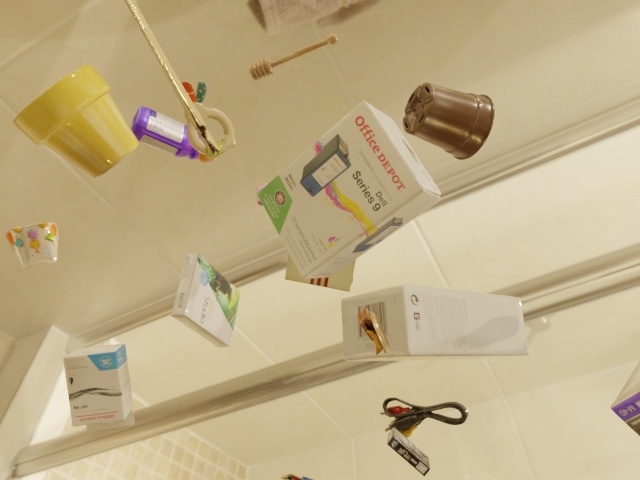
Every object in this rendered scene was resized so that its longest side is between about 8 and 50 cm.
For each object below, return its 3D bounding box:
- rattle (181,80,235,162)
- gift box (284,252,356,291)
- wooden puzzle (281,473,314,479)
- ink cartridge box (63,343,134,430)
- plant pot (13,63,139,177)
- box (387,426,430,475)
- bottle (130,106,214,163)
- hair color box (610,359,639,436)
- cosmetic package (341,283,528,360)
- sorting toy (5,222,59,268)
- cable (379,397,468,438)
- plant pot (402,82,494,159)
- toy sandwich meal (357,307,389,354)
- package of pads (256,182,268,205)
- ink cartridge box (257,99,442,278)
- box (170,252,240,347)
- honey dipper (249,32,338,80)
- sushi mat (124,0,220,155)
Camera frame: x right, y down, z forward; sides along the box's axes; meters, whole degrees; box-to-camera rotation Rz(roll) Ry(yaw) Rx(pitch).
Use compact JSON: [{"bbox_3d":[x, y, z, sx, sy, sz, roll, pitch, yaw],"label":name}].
[{"bbox_3d":[-0.322,-0.320,1.268,0.199,0.130,0.143,57,-6,-15],"label":"rattle"},{"bbox_3d":[0.000,0.000,1.558,0.255,0.277,0.257,-90,-169,-78],"label":"gift box"},{"bbox_3d":[-0.062,0.630,1.231,0.116,0.079,0.014,115,-6,-54],"label":"wooden puzzle"},{"bbox_3d":[-0.448,0.310,0.957,0.060,0.104,0.179,-144,-132,-83],"label":"ink cartridge box"},{"bbox_3d":[-0.653,-0.313,1.307,0.239,0.254,0.254,52,22,-26],"label":"plant pot"},{"bbox_3d":[0.161,0.385,0.859,0.083,0.018,0.067,38,1,13],"label":"box"},{"bbox_3d":[-0.484,-0.342,1.574,0.283,0.092,0.118,20,47,-31],"label":"bottle"},{"bbox_3d":[0.494,0.102,0.538,0.339,0.185,0.110,-27,63,-38],"label":"hair color box"},{"bbox_3d":[0.300,0.225,1.210,0.454,0.230,0.161,9,71,-34],"label":"cosmetic package"},{"bbox_3d":[-0.513,0.010,0.846,0.083,0.045,0.075,-15,89,-30],"label":"sorting toy"},{"bbox_3d":[0.311,0.535,1.463,0.072,0.287,0.139,18,49,-62],"label":"cable"},{"bbox_3d":[0.304,-0.300,1.148,0.165,0.167,0.166,14,44,-20],"label":"plant pot"},{"bbox_3d":[0.094,0.162,0.824,0.085,0.029,0.085,-24,90,-82],"label":"toy sandwich meal"},{"bbox_3d":[-0.226,-0.183,1.859,0.032,0.050,0.083,39,36,-52],"label":"package of pads"},{"bbox_3d":[0.037,-0.065,0.665,0.093,0.212,0.154,5,52,-61],"label":"ink cartridge box"},{"bbox_3d":[-0.398,0.222,1.681,0.322,0.059,0.232,59,30,-54],"label":"box"},{"bbox_3d":[-0.045,-0.311,0.793,0.030,0.161,0.030,-14,90,-71],"label":"honey dipper"},{"bbox_3d":[-0.242,-0.280,0.708,0.316,0.019,0.151,60,-6,1],"label":"sushi mat"}]
